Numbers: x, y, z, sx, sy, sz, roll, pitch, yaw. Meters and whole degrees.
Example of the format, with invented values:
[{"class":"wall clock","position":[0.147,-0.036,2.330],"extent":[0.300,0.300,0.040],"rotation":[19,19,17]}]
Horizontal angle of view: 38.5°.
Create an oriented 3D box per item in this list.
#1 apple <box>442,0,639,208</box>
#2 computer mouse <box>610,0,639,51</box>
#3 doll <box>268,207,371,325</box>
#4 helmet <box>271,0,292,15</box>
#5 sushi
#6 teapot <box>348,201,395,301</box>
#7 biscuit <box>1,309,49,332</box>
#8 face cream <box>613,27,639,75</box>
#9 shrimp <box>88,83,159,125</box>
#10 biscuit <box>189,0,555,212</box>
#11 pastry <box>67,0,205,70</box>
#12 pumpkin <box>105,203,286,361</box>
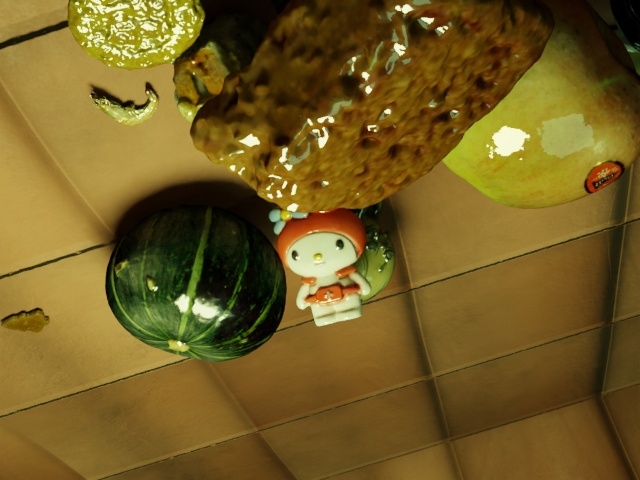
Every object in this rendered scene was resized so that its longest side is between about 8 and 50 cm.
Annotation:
[{"class":"apple","position":[0.316,-0.204,1.380],"extent":[0.305,0.338,0.338],"rotation":[-36,141,25]},{"class":"computer mouse","position":[0.557,-0.366,1.432],"extent":[0.233,0.137,0.096],"rotation":[-10,162,-9]},{"class":"doll","position":[0.000,0.000,1.600],"extent":[0.161,0.290,0.130],"rotation":[-14,175,14]},{"class":"helmet","position":[0.023,-0.385,1.132],"extent":[0.225,0.177,0.305],"rotation":[-23,156,-15]},{"class":"sushi","position":[-0.103,-0.214,1.343],"extent":[0.139,0.184,0.274],"rotation":[-25,151,19]},{"class":"teapot","position":[0.052,0.028,1.734],"extent":[0.182,0.173,0.269],"rotation":[-29,143,-65]},{"class":"biscuit","position":[-0.589,0.163,1.826],"extent":[0.092,0.016,0.082],"rotation":[-3,149,-16]},{"class":"face cream","position":[0.507,-0.251,1.625],"extent":[0.139,0.067,0.285],"rotation":[-3,143,-17]},{"class":"shrimp","position":[-0.298,-0.215,1.400],"extent":[0.083,0.023,0.114],"rotation":[-36,146,22]},{"class":"biscuit","position":[0.080,-0.204,1.144],"extent":[0.395,0.166,0.343],"rotation":[-46,156,29]},{"class":"pastry","position":[-0.243,-0.318,1.202],"extent":[0.189,0.103,0.188],"rotation":[-11,145,-8]},{"class":"pumpkin","position":[-0.221,0.083,1.630],"extent":[0.323,0.241,0.323],"rotation":[5,150,3]}]
